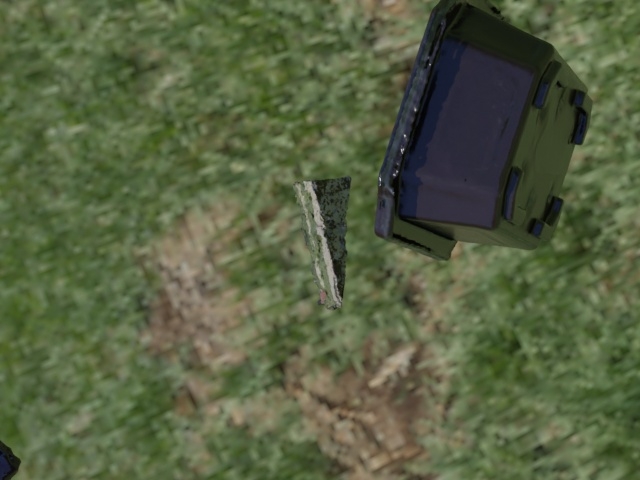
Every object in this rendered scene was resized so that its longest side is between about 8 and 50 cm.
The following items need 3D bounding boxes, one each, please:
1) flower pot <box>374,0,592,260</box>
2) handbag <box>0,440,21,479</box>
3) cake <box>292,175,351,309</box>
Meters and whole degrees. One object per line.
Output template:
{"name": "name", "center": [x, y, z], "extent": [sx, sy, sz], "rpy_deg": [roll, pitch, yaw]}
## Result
{"name": "flower pot", "center": [0.121, -0.067, 1.205], "extent": [0.084, 0.251, 0.179], "rpy_deg": [18, 90, 16]}
{"name": "handbag", "center": [-0.246, 0.086, 0.727], "extent": [0.216, 0.074, 0.203], "rpy_deg": [40, 129, -10]}
{"name": "cake", "center": [0.000, 0.000, 1.799], "extent": [0.051, 0.055, 0.140], "rpy_deg": [-20, 65, 59]}
